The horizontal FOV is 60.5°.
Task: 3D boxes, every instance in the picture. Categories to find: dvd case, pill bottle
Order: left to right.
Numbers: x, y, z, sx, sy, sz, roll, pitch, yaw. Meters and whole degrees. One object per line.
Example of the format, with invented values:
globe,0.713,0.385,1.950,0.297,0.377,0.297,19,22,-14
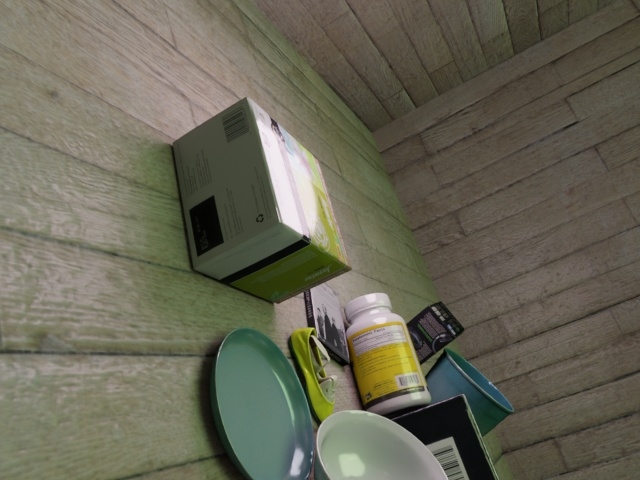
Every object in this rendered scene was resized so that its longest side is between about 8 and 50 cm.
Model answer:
dvd case,0.014,0.212,1.540,0.179,0.029,0.239,46,25,-43
pill bottle,0.178,0.330,1.579,0.188,0.188,0.334,34,35,-56

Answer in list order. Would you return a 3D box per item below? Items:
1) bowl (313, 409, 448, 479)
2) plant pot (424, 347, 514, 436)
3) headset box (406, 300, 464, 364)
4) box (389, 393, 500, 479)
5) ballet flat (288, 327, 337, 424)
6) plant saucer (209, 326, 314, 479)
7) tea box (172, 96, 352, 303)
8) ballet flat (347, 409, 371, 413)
bowl,0.102,0.494,1.096,0.297,0.134,0.298,22,19,-8
plant pot,0.414,0.525,1.721,0.271,0.255,0.272,38,8,-6
headset box,0.311,0.341,1.802,0.131,0.283,0.246,52,14,16
box,0.300,0.572,1.379,0.395,0.212,0.294,71,-1,-70
ballet flat,-0.005,0.311,1.282,0.077,0.077,0.231,16,51,-67
plant saucer,-0.112,0.320,1.037,0.318,0.043,0.318,53,21,-31
tea box,-0.127,-0.074,1.235,0.323,0.220,0.329,34,34,-57
ballet flat,0.080,0.462,1.344,0.250,0.084,0.058,15,84,-67
